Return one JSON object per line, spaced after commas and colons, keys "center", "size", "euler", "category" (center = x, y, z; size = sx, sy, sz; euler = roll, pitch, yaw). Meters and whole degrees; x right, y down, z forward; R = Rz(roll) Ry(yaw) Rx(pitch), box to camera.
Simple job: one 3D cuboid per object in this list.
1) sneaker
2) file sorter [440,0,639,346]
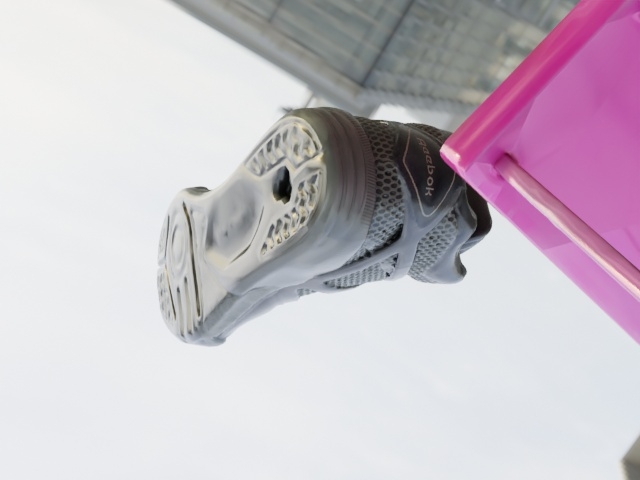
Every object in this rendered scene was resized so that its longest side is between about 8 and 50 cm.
{"center": [0.000, 0.000, 0.611], "size": [0.130, 0.227, 0.087], "euler": [2, -109, -30], "category": "sneaker"}
{"center": [0.232, -0.042, 0.370], "size": [0.202, 0.291, 0.182], "euler": [39, -172, -35], "category": "file sorter"}
